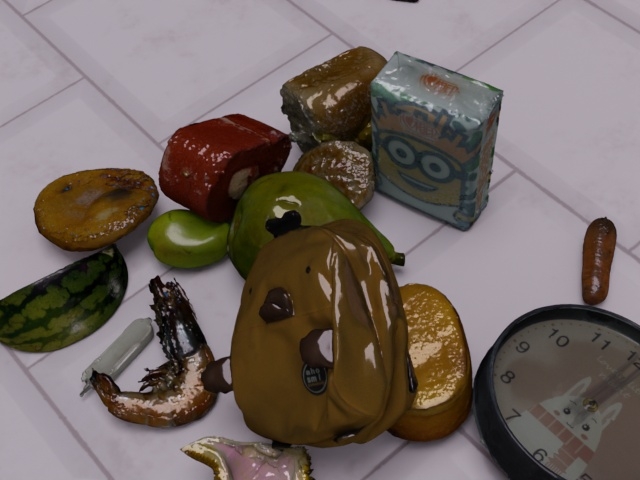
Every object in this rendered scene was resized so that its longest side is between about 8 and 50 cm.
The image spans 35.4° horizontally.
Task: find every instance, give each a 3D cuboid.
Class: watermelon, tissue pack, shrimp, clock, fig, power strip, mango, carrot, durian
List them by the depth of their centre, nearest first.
[{"bbox_3d":[-0.124,0.380,1.644,0.224,0.078,0.140,21,67,0],"label":"durian"},{"bbox_3d":[0.444,0.272,1.652,0.386,0.076,0.386,5,50,-7],"label":"clock"},{"bbox_3d":[-0.305,0.200,1.790,0.222,0.054,0.290,-11,65,-14],"label":"shrimp"},{"bbox_3d":[-0.370,0.213,1.823,0.047,0.030,0.191,31,61,21],"label":"power strip"},{"bbox_3d":[-0.492,0.096,1.857,0.303,0.128,0.159,-29,57,-17],"label":"watermelon"},{"bbox_3d":[-0.019,-0.024,1.875,0.314,0.233,0.233,-13,53,-18],"label":"fig"},{"bbox_3d":[0.516,0.040,1.876,0.060,0.060,0.186,11,60,12],"label":"carrot"},{"bbox_3d":[0.215,-0.185,1.903,0.228,0.311,0.128,25,59,19],"label":"tissue pack"},{"bbox_3d":[-0.254,-0.002,1.937,0.163,0.089,0.117,10,54,10],"label":"mango"}]

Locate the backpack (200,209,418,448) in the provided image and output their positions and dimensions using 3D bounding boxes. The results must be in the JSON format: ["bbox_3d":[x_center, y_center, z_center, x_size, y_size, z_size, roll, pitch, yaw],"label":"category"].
[{"bbox_3d":[-0.014,0.148,1.627,0.353,0.201,0.378,-22,69,40],"label":"backpack"}]

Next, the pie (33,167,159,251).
[{"bbox_3d":[-0.438,-0.070,1.987,0.273,0.069,0.273,-6,40,5],"label":"pie"}]

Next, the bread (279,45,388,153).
[{"bbox_3d":[0.046,-0.256,2.033,0.246,0.195,0.176,-27,42,-12],"label":"bread"}]

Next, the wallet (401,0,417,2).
[{"bbox_3d":[0.210,-0.632,2.414,0.082,0.018,0.157,8,55,9],"label":"wallet"}]

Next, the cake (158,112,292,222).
[{"bbox_3d":[-0.184,-0.137,1.948,0.151,0.177,0.283,24,27,21],"label":"cake"}]

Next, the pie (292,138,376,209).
[{"bbox_3d":[0.023,-0.111,1.968,0.193,0.079,0.163,-34,89,13],"label":"pie"}]

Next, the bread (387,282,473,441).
[{"bbox_3d":[0.163,0.206,1.721,0.195,0.143,0.270,-10,56,-2],"label":"bread"}]
